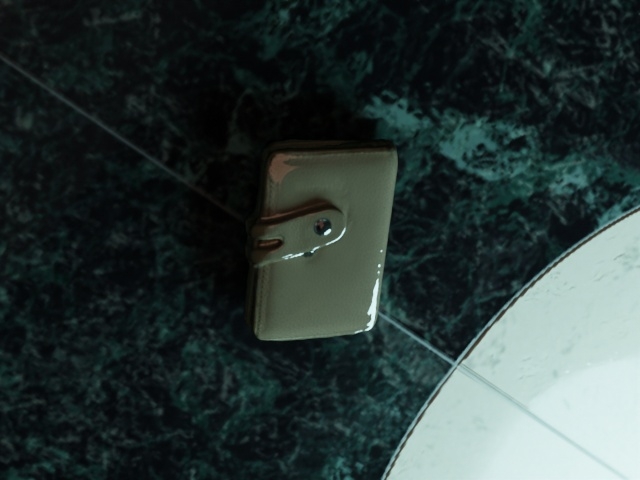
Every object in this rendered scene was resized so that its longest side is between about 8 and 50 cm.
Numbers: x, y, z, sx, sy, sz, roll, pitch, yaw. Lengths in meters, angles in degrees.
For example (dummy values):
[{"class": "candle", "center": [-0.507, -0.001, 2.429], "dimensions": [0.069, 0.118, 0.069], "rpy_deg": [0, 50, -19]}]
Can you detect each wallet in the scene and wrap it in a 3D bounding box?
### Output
[{"class": "wallet", "center": [0.000, 0.000, 1.140], "dimensions": [0.118, 0.039, 0.152], "rpy_deg": [-4, 115, -24]}]
